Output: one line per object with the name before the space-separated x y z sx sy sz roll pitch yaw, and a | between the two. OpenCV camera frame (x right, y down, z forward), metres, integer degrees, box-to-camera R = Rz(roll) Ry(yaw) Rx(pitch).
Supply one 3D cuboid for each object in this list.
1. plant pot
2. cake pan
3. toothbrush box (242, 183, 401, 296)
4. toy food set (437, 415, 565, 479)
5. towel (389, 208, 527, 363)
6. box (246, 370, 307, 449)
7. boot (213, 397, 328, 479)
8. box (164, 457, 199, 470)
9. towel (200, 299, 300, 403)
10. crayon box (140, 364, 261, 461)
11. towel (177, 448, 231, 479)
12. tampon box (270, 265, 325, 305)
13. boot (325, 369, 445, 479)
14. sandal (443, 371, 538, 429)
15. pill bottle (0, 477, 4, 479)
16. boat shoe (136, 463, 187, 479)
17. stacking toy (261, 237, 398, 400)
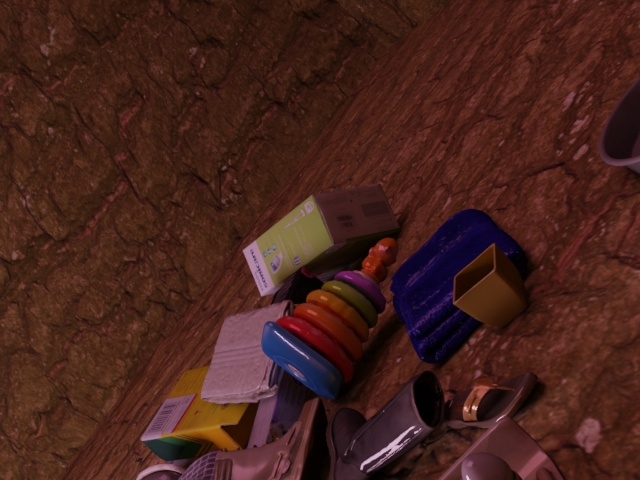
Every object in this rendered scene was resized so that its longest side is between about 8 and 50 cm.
plant pot | 0.243 0.071 1.396 0.081 0.083 0.081 -43 14 25
cake pan | 0.506 -0.198 1.352 0.293 0.054 0.293 -47 12 13
toothbrush box | 0.000 0.000 2.174 0.206 0.122 0.283 -11 -16 -42
toy food set | 0.150 0.315 0.964 0.220 0.092 0.306 -47 12 9
towel | 0.205 0.057 1.596 0.227 0.076 0.308 -49 12 8
box | -0.081 0.340 1.780 0.067 0.063 0.324 -43 13 21
boot | -0.078 0.337 1.591 0.165 0.077 0.213 -9 32 19
box | -0.271 0.445 2.197 0.186 0.038 0.145 -37 18 42
towel | -0.134 0.218 1.926 0.282 0.049 0.187 -17 51 56
crayon box | -0.209 0.346 2.075 0.318 0.081 0.202 -18 30 43
towel | -0.245 0.513 1.700 0.283 0.121 0.235 -46 12 16
tampon box | -0.036 0.156 2.040 0.101 0.120 0.161 -44 13 30
boot | 0.087 0.247 1.379 0.208 0.076 0.189 -59 20 31
sandal | 0.200 0.197 1.250 0.072 0.049 0.180 -56 14 -28
pill bottle | -0.368 0.530 1.434 0.224 0.392 0.224 -46 12 13
boat shoe | -0.355 0.552 2.001 0.324 0.116 0.096 -45 17 39
stacking toy | 0.047 0.114 1.746 0.302 0.166 0.175 -51 -11 -19
